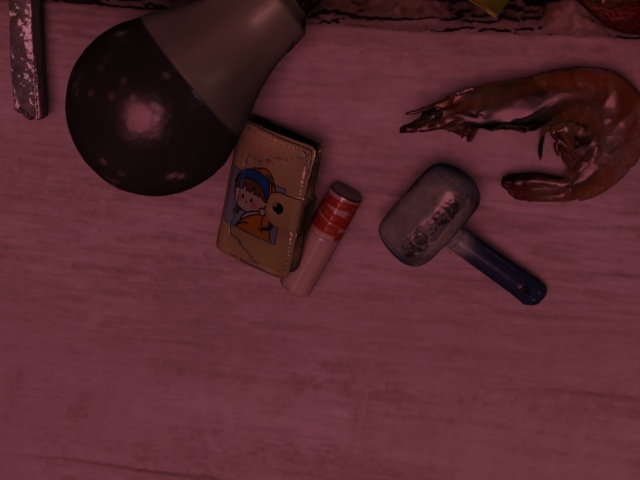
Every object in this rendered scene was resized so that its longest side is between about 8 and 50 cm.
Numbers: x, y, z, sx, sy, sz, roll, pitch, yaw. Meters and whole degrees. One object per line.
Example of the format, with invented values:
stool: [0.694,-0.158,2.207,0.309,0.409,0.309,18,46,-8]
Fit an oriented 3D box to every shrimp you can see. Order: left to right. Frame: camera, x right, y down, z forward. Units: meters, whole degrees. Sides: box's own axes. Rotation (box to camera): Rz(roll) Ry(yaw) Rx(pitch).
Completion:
shrimp: [0.208,-0.103,1.164,0.250,0.052,0.144,-1,112,11]

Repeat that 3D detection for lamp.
lamp: [-0.118,-0.179,1.171,0.314,0.182,0.182,-41,99,-12]

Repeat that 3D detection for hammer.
hammer: [0.165,0.008,1.212,0.194,0.069,0.116,36,112,-11]

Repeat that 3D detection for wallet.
wallet: [-0.058,-0.046,1.229,0.110,0.039,0.155,25,116,28]

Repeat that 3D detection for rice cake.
rice cake: [-0.315,-0.233,1.229,0.034,0.043,0.211,4,111,3]

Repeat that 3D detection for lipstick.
lipstick: [0.000,0.000,1.251,0.038,0.038,0.131,29,113,0]

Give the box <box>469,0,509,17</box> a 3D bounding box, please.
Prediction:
box: [0.201,-0.339,1.006,0.062,0.175,0.260,31,114,-18]

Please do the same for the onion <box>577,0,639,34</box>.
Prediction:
onion: [0.302,-0.280,1.028,0.183,0.147,0.184,-1,93,-9]
